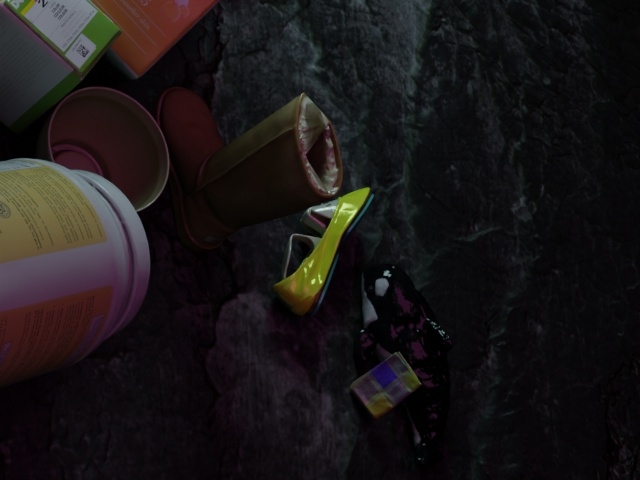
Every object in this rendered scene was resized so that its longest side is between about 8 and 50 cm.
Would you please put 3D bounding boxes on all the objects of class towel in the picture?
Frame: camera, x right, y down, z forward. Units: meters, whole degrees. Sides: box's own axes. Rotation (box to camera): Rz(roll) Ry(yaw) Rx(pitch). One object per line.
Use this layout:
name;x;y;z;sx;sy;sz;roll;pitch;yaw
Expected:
towel;0.088;0.195;2.008;0.060;0.083;0.009;55;4;12

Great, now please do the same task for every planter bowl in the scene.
planter bowl;-0.281;-0.092;1.818;0.162;0.109;0.162;15;64;-33

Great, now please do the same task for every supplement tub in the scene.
supplement tub;-0.357;0.038;1.580;0.331;0.241;0.241;-14;81;-61

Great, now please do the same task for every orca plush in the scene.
orca plush;0.132;0.161;2.036;0.151;0.102;0.287;9;68;-34

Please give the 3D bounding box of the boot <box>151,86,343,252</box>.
boot;-0.092;-0.123;1.867;0.089;0.269;0.236;-8;78;-41

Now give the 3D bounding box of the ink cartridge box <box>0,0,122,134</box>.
ink cartridge box;-0.389;-0.268;1.752;0.255;0.189;0.097;43;53;-15

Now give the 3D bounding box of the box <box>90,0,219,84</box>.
box;-0.192;-0.391;1.872;0.345;0.168;0.215;-46;103;-9

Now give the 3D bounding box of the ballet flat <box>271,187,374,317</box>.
ballet flat;0.000;0.000;2.024;0.077;0.077;0.231;30;57;-5
